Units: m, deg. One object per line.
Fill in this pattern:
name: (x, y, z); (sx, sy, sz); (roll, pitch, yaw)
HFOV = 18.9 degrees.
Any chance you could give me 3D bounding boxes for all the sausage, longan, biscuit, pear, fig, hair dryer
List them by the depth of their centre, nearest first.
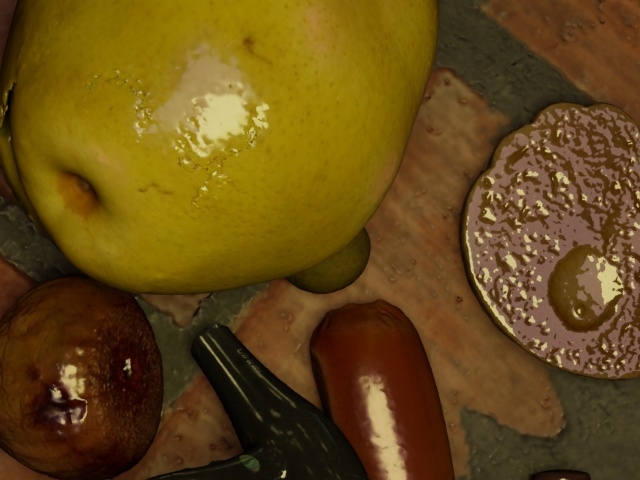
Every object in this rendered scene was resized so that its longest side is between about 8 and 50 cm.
hair dryer: (-0.083, 0.145, 1.314); (0.195, 0.219, 0.075); (49, 127, 30)
pear: (-0.062, -0.108, 1.319); (0.336, 0.285, 0.285); (-16, 90, -39)
fig: (-0.218, 0.107, 1.368); (0.201, 0.134, 0.146); (-9, 58, 15)
sausage: (0.058, 0.192, 1.402); (0.089, 0.083, 0.300); (-11, 89, 1)
longan: (0.000, 0.000, 1.411); (0.075, 0.075, 0.083); (6, 45, -6)
biscuit: (0.198, 0.007, 1.438); (0.181, 0.049, 0.208); (-42, 93, -6)

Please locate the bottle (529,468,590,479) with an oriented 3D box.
bottle: (0.172, 0.252, 1.425); (0.060, 0.060, 0.164); (7, 88, -6)
